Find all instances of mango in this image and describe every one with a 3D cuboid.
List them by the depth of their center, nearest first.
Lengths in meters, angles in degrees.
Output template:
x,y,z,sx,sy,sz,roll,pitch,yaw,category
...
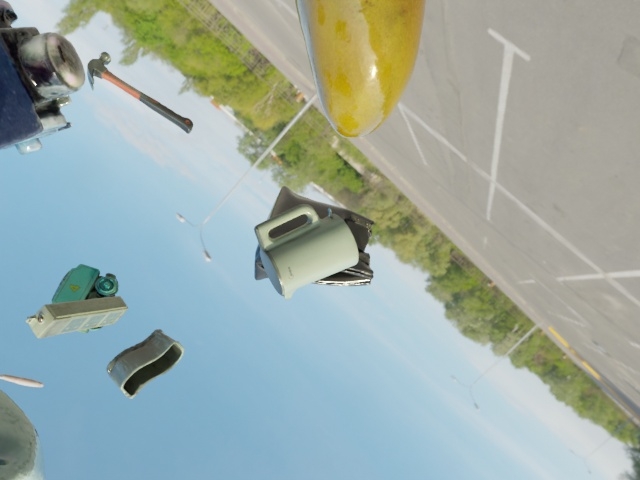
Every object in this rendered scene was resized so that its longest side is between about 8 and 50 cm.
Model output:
x,y,z,sx,sy,sz,roll,pitch,yaw,category
0.052,-0.299,0.638,0.172,0.317,0.211,-4,-165,-7,mango

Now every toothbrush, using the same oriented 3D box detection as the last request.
x,y,z,sx,sy,sz,roll,pitch,yaw,category
-0.903,0.396,1.377,0.030,0.025,0.307,61,174,24,toothbrush

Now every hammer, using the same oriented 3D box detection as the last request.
x,y,z,sx,sy,sz,roll,pitch,yaw,category
-0.450,-0.362,1.197,0.287,0.033,0.111,31,-131,-11,hammer

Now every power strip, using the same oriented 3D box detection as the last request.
x,y,z,sx,sy,sz,roll,pitch,yaw,category
-0.594,0.187,1.189,0.052,0.078,0.272,50,-167,14,power strip

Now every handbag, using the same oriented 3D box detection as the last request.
x,y,z,sx,sy,sz,roll,pitch,yaw,category
0.000,0.000,1.234,0.287,0.152,0.342,12,-145,1,handbag

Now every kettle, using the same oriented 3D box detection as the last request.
x,y,z,sx,sy,sz,roll,pitch,yaw,category
-0.022,0.016,0.806,0.098,0.148,0.127,52,157,40,kettle

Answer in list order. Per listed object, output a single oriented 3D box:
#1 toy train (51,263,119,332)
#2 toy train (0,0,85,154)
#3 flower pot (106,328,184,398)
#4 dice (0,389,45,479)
x,y,z,sx,sy,sz,roll,pitch,yaw,category
-0.677,0.167,1.372,0.154,0.107,0.198,20,-130,-11,toy train
-0.330,-0.082,0.320,0.202,0.299,0.131,-91,-16,-66,toy train
-0.575,0.396,1.562,0.108,0.229,0.103,27,138,33,flower pot
-0.567,0.342,0.619,0.268,0.263,0.264,32,-174,17,dice
